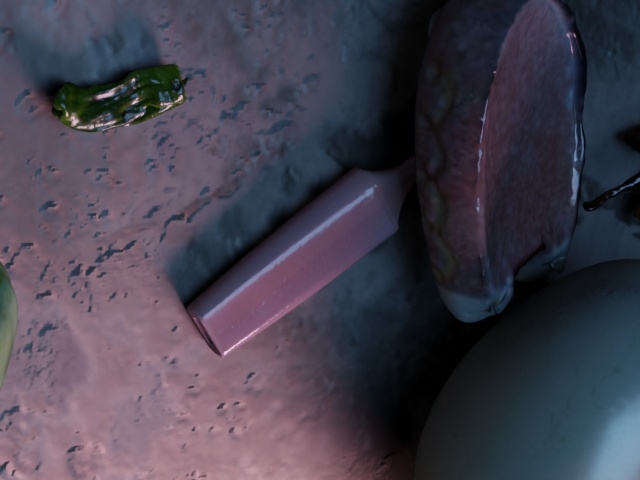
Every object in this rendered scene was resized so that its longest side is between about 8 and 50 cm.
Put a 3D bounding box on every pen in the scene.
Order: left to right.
[{"bbox_3d":[0.000,0.000,1.063,0.197,0.032,0.053,-37,118,-16],"label":"pen"}]

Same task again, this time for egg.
[{"bbox_3d":[0.170,0.133,1.110,0.183,0.183,0.264,24,103,-35],"label":"egg"}]

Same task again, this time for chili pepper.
[{"bbox_3d":[-0.119,-0.084,0.968,0.091,0.034,0.030,-14,77,-28],"label":"chili pepper"}]

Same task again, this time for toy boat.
[{"bbox_3d":[0.108,-0.067,1.086,0.155,0.085,0.227,-27,123,-47],"label":"toy boat"}]

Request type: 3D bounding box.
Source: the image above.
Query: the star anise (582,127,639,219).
[{"bbox_3d":[0.258,-0.059,1.192,0.190,0.070,0.097,-27,119,-21],"label":"star anise"}]

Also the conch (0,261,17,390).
[{"bbox_3d":[-0.257,0.090,0.886,0.143,0.137,0.251,-7,130,-58],"label":"conch"}]
